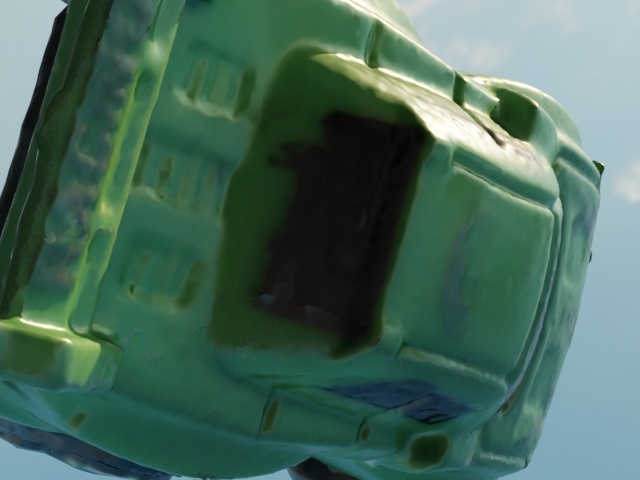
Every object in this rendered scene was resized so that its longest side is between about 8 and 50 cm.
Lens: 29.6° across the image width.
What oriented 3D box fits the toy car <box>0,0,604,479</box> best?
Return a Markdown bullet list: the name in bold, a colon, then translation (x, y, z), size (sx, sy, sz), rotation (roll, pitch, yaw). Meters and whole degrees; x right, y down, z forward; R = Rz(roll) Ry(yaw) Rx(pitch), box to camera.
- **toy car**: translation (0.000, 0.000, 0.475), size (0.176, 0.358, 0.213), rotation (10, -99, 48)
